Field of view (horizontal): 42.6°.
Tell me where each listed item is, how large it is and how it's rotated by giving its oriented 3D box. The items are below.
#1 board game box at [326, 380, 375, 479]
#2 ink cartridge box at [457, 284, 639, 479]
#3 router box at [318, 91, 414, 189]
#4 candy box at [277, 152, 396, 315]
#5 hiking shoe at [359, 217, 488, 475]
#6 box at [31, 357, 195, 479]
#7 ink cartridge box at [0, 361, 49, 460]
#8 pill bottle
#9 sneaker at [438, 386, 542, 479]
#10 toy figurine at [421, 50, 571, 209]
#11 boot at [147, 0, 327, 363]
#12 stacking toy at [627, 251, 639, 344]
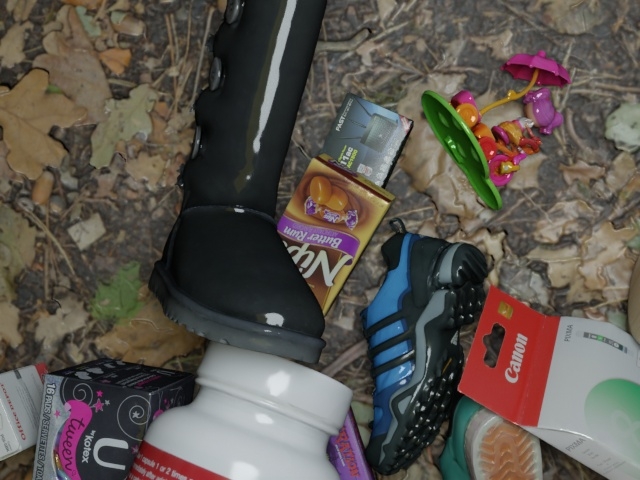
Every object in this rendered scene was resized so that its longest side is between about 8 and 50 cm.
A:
[{"bbox_3d":[-0.017,0.375,1.043,0.208,0.056,0.346,-18,87,12],"label":"board game box"},{"bbox_3d":[0.282,0.151,0.927,0.225,0.181,0.056,32,135,-2],"label":"ink cartridge box"},{"bbox_3d":[0.053,-0.114,1.043,0.092,0.038,0.122,25,93,9],"label":"router box"},{"bbox_3d":[0.000,0.000,1.021,0.109,0.053,0.186,31,110,7],"label":"candy box"},{"bbox_3d":[0.106,0.135,1.015,0.132,0.113,0.304,22,98,36],"label":"hiking shoe"},{"bbox_3d":[-0.257,0.286,1.019,0.142,0.163,0.247,7,90,10],"label":"box"},{"bbox_3d":[-0.391,0.219,1.054,0.056,0.135,0.099,-24,85,8],"label":"ink cartridge box"},{"bbox_3d":[-0.113,0.324,0.871,0.229,0.229,0.407,19,76,8],"label":"pill bottle"},{"bbox_3d":[0.205,0.313,0.991,0.108,0.121,0.302,-7,107,-11],"label":"sneaker"},{"bbox_3d":[0.234,-0.149,0.992,0.159,0.130,0.173,-34,106,-3],"label":"toy figurine"},{"bbox_3d":[-0.056,-0.120,0.920,0.146,0.367,0.445,17,91,-31],"label":"boot"},{"bbox_3d":[0.533,0.081,0.930,0.330,0.141,0.141,10,91,4],"label":"stacking toy"}]
